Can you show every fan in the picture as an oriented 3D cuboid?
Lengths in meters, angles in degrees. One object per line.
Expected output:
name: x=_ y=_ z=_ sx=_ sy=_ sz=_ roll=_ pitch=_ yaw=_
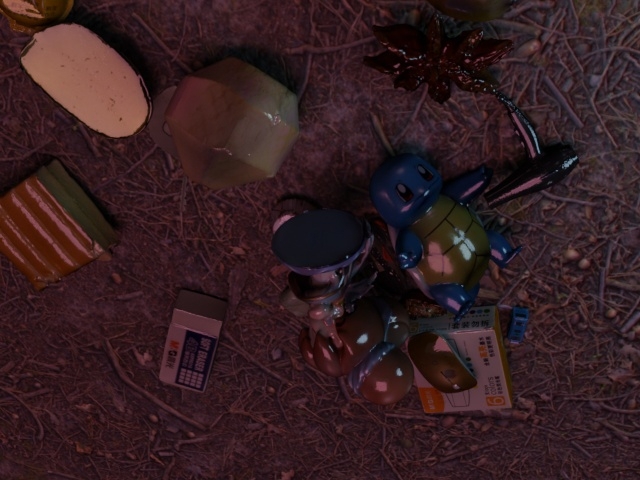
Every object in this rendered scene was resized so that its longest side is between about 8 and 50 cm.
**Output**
fan: x=-0.280 y=-0.183 z=2.018 sx=0.190 sy=0.009 sz=0.329 roll=14 pitch=131 yaw=-1

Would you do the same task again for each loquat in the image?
loquat: x=0.246 y=-0.445 z=1.605 sx=0.195 sy=0.152 sz=0.152 roll=25 pitch=133 yaw=14

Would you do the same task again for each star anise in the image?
star anise: x=0.211 y=-0.324 z=1.711 sx=0.288 sy=0.088 sz=0.288 roll=4 pitch=157 yaw=2

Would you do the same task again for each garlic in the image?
garlic: x=-0.526 y=0.027 z=2.226 sx=0.083 sy=0.041 sz=0.053 roll=13 pitch=136 yaw=-9

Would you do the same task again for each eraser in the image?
eraser: x=-0.312 y=0.250 z=2.342 sx=0.124 sy=0.081 sz=0.279 roll=17 pitch=131 yaw=-2

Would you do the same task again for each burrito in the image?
burrito: x=-0.039 y=0.128 z=2.209 sx=0.074 sy=0.044 sz=0.118 roll=36 pitch=130 yaw=-15

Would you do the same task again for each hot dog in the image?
hot dog: x=0.000 y=0.000 z=2.082 sx=0.252 sy=0.069 sz=0.131 roll=30 pitch=120 yaw=-17

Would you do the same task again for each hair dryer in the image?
hair dryer: x=0.374 y=-0.185 z=1.845 sx=0.195 sy=0.075 sz=0.219 roll=-28 pitch=106 yaw=6

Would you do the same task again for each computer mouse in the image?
computer mouse: x=0.275 y=0.282 z=2.156 sx=0.102 sy=0.045 sz=0.199 roll=-21 pitch=120 yaw=30

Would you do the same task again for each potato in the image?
potato: x=-0.442 y=-0.320 z=1.869 sx=0.271 sy=0.111 sz=0.160 roll=39 pitch=101 yaw=-19

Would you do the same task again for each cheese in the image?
cheese: x=-0.537 y=-0.500 z=1.763 sx=0.177 sy=0.069 sz=0.270 roll=15 pitch=129 yaw=-2

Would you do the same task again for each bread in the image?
bread: x=-0.608 y=-0.024 z=2.134 sx=0.239 sy=0.111 sz=0.246 roll=-27 pitch=110 yaw=29

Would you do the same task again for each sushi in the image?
sushi: x=0.227 y=0.148 z=2.163 sx=0.118 sy=0.060 sz=0.061 roll=-2 pitch=134 yaw=15

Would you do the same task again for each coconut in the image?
coconut: x=-0.170 y=-0.211 z=1.833 sx=0.259 sy=0.259 sz=0.259 roll=6 pitch=130 yaw=7

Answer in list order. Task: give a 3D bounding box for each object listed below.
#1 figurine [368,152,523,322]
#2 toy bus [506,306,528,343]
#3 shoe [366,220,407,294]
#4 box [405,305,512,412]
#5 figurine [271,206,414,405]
figurine: x=0.262 y=0.003 z=1.953 sx=0.243 sy=0.298 sz=0.416 roll=30 pitch=156 yaw=50
toy bus: x=0.445 y=0.193 z=2.165 sx=0.038 sy=0.046 sz=0.083 roll=9 pitch=130 yaw=4
shoe: x=0.147 y=0.038 z=2.074 sx=0.074 sy=0.077 sz=0.194 roll=3 pitch=139 yaw=42
box: x=0.326 y=0.282 z=2.235 sx=0.221 sy=0.091 sz=0.274 roll=-8 pitch=127 yaw=18
figurine: x=0.056 y=0.131 z=1.961 sx=0.248 sy=0.277 sz=0.388 roll=-4 pitch=127 yaw=8
